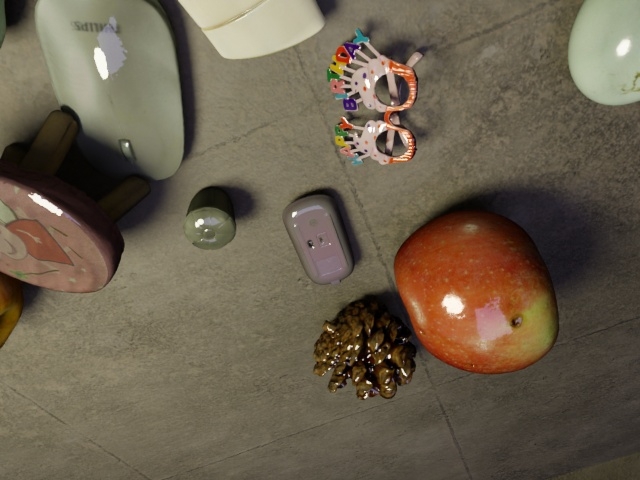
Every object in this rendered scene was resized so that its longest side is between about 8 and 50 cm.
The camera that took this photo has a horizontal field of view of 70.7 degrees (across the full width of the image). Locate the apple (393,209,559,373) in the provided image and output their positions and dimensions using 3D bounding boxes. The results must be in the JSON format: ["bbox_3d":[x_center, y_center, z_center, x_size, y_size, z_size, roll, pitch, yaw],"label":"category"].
[{"bbox_3d":[0.312,0.106,0.932,0.277,0.348,0.348,-18,128,11],"label":"apple"}]

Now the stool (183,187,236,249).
[{"bbox_3d":[-0.210,-0.043,0.864,0.096,0.110,0.096,-5,126,-6],"label":"stool"}]

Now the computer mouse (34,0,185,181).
[{"bbox_3d":[-0.320,-0.236,0.713,0.197,0.095,0.330,-1,127,-4],"label":"computer mouse"}]

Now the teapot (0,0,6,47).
[{"bbox_3d":[-0.429,-0.335,0.550,0.251,0.183,0.183,-22,128,12],"label":"teapot"}]

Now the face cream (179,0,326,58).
[{"bbox_3d":[-0.143,-0.390,0.587,0.174,0.081,0.348,-21,142,17],"label":"face cream"}]

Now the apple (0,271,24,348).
[{"bbox_3d":[-0.682,0.115,0.801,0.302,0.301,0.301,-5,128,-6],"label":"apple"}]

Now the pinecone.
[{"bbox_3d":[0.114,0.262,1.084,0.257,0.243,0.243,9,125,-21],"label":"pinecone"}]

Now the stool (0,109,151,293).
[{"bbox_3d":[-0.439,-0.055,0.739,0.272,0.178,0.272,7,140,6],"label":"stool"}]

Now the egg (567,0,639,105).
[{"bbox_3d":[0.504,-0.348,0.710,0.183,0.183,0.264,3,121,-12],"label":"egg"}]

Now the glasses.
[{"bbox_3d":[0.097,-0.245,0.799,0.162,0.095,0.255,9,132,18],"label":"glasses"}]

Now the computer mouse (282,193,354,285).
[{"bbox_3d":[0.000,-0.001,0.967,0.120,0.057,0.232,-19,125,5],"label":"computer mouse"}]
